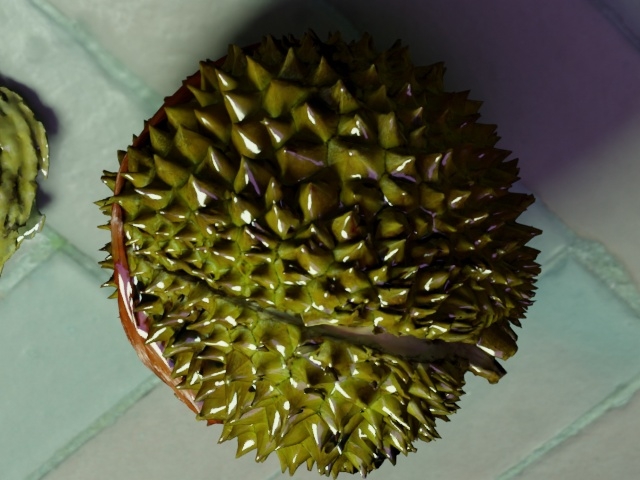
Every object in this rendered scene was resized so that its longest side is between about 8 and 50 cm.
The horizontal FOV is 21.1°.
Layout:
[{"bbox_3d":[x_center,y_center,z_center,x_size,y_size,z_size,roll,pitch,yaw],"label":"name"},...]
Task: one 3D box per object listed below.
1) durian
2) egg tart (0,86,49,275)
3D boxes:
[{"bbox_3d":[-0.003,0.004,1.349,0.384,0.348,0.347,28,131,31],"label":"durian"},{"bbox_3d":[-0.359,-0.028,1.417,0.297,0.132,0.297,-7,112,-19],"label":"egg tart"}]
